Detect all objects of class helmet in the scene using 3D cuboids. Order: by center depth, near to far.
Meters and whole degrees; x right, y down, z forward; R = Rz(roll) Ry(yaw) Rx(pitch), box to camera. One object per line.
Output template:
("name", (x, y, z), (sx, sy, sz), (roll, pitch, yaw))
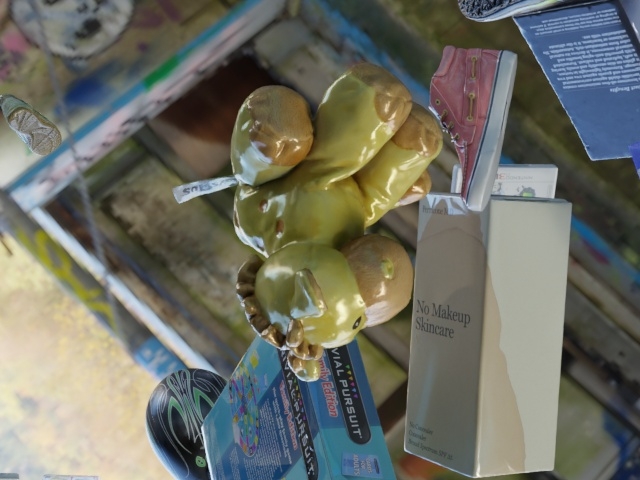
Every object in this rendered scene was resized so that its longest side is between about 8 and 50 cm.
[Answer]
("helmet", (-0.192, 0.279, 1.890), (0.169, 0.169, 0.161), (5, 117, 60))

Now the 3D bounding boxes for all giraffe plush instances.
("giraffe plush", (0.000, 0.000, 0.892), (0.181, 0.210, 0.170), (41, -151, -53))

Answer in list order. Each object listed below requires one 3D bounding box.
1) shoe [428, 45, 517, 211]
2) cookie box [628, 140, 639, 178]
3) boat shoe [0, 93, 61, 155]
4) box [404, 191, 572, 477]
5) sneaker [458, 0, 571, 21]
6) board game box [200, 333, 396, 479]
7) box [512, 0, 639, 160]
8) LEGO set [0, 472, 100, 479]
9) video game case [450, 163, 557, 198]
("shoe", (0.150, -0.119, 1.286), (0.081, 0.178, 0.063), (10, 168, 13))
("cookie box", (0.407, -0.066, 1.419), (0.040, 0.107, 0.091), (-26, 68, 32))
("boat shoe", (-0.455, -0.182, 1.926), (0.048, 0.056, 0.153), (51, -179, 23))
("box", (0.191, 0.102, 1.416), (0.148, 0.121, 0.311), (6, 95, 60))
("sneaker", (0.263, -0.313, 1.519), (0.235, 0.097, 0.084), (11, 100, 59))
("board game box", (-0.038, 0.252, 1.456), (0.336, 0.079, 0.253), (122, 141, -47))
("box", (0.467, -0.327, 1.823), (0.183, 0.296, 0.294), (-2, 137, 41))
("LEGO set", (-0.381, 0.386, 1.709), (0.182, 0.244, 0.060), (115, 154, -48))
("video game case", (0.240, -0.025, 1.643), (0.019, 0.143, 0.157), (-124, 36, -66))
